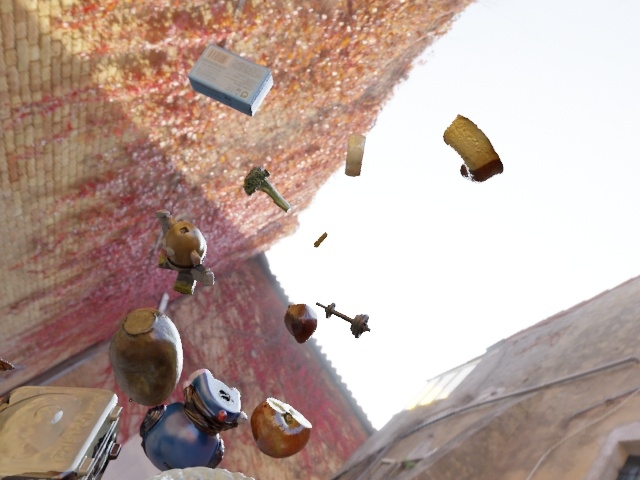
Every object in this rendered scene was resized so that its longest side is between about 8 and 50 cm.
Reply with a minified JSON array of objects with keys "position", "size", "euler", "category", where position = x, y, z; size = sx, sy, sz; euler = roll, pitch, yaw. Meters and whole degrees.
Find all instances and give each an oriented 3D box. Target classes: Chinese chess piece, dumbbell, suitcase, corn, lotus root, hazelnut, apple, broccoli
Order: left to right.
[{"position":[-0.620,0.441,1.076],"size":[0.351,0.338,0.194],"euler":[-106,-159,-76],"category":"suitcase"},{"position":[-0.598,0.386,1.785],"size":[0.250,0.250,0.346],"euler":[36,-41,29],"category":"lotus root"},{"position":[-0.185,-0.177,1.850],"size":[0.204,0.118,0.122],"euler":[42,-78,1],"category":"broccoli"},{"position":[-0.125,0.574,1.566],"size":[0.195,0.160,0.173],"euler":[30,-23,-16],"category":"apple"},{"position":[-0.096,0.376,2.386],"size":[0.160,0.202,0.170],"euler":[-34,-83,23],"category":"hazelnut"},{"position":[0.000,0.000,2.056],"size":[0.083,0.027,0.028],"euler":[-47,-125,8],"category":"corn"},{"position":[0.091,0.309,2.097],"size":[0.254,0.110,0.110],"euler":[25,-46,17],"category":"dumbbell"},{"position":[0.096,-0.235,1.433],"size":[0.051,0.122,0.122],"euler":[9,-50,4],"category":"Chinese chess piece"}]

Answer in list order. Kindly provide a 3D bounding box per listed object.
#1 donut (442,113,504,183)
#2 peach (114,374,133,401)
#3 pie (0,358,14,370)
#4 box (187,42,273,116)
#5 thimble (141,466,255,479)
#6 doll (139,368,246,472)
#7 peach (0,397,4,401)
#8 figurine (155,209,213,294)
[{"position":[0.421,-0.234,1.423],"size":[0.217,0.085,0.141],"euler":[51,3,-29],"category":"donut"},{"position":[-0.716,0.550,2.067],"size":[0.190,0.195,0.226],"euler":[-26,-107,62],"category":"peach"},{"position":[-0.985,0.355,1.466],"size":[0.033,0.190,0.088],"euler":[-124,-150,-48],"category":"pie"},{"position":[-0.286,-0.513,1.650],"size":[0.232,0.143,0.083],"euler":[26,-16,8],"category":"box"},{"position":[-0.212,0.483,0.869],"size":[0.237,0.237,0.150],"euler":[-1,-101,50],"category":"thimble"},{"position":[-0.409,0.598,1.637],"size":[0.284,0.310,0.240],"euler":[44,4,-15],"category":"doll"},{"position":[-0.909,0.548,1.459],"size":[0.190,0.192,0.190],"euler":[43,-10,9],"category":"peach"},{"position":[-0.506,0.041,1.899],"size":[0.342,0.167,0.285],"euler":[35,-39,2],"category":"figurine"}]
